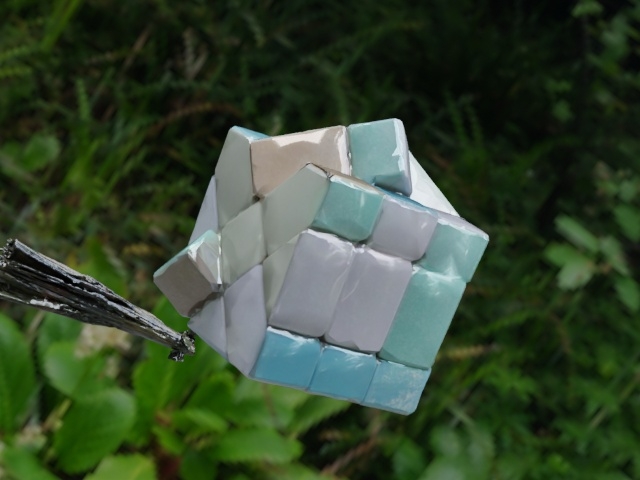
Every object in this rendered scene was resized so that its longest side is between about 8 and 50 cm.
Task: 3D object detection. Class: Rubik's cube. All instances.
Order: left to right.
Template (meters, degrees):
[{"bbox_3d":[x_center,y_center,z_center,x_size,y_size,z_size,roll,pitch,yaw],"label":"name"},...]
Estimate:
[{"bbox_3d":[0.001,0.003,0.510,0.075,0.084,0.073,36,-3,-33],"label":"Rubik's cube"}]

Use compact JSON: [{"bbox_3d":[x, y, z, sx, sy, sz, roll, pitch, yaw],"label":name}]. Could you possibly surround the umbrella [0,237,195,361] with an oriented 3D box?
[{"bbox_3d":[-0.079,0.019,0.574,0.083,0.020,0.031,21,-6,-9],"label":"umbrella"}]
